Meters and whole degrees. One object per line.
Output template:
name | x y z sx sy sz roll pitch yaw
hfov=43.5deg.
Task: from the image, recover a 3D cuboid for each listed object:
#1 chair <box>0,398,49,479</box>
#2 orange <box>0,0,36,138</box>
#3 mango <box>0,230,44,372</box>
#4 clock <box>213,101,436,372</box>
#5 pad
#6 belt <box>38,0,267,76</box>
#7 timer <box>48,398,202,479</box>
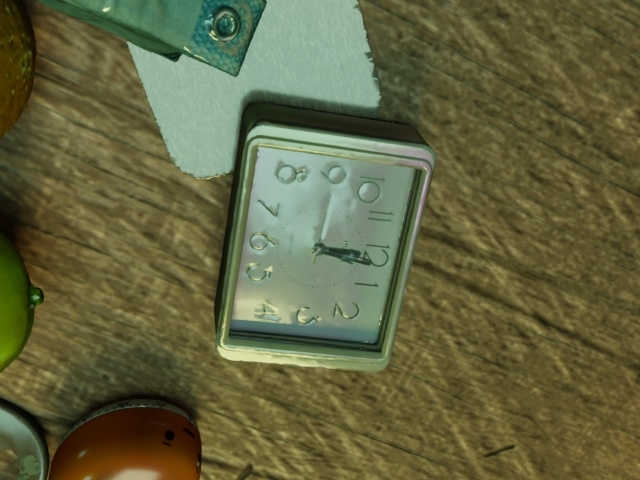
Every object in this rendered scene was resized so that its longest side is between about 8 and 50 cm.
chair | -0.356 0.295 0.633 0.176 0.183 0.326 23 107 -15
orange | -0.309 -0.111 0.502 0.237 0.158 0.179 -17 113 -1
mango | -0.323 0.068 0.558 0.273 0.185 0.149 -27 90 21
clock | 0.000 0.000 0.627 0.147 0.071 0.192 7 110 -11
pad | -0.065 -0.185 0.589 0.176 0.002 0.266 -17 111 -1
belt | -0.158 -0.178 0.479 0.302 0.087 0.072 17 96 -44
timer | -0.161 0.193 0.654 0.136 0.136 0.099 -29 105 4
